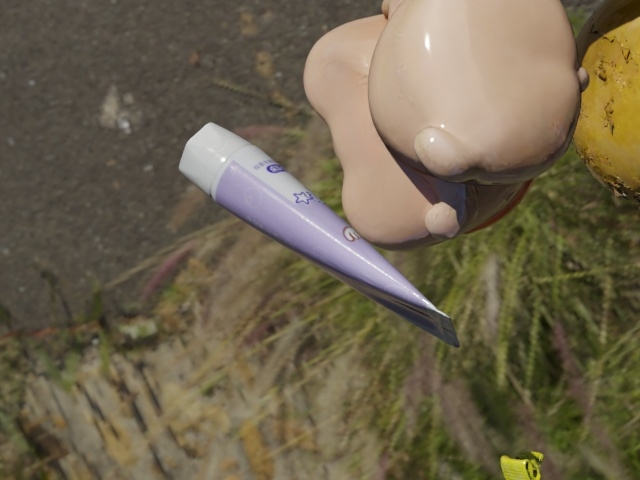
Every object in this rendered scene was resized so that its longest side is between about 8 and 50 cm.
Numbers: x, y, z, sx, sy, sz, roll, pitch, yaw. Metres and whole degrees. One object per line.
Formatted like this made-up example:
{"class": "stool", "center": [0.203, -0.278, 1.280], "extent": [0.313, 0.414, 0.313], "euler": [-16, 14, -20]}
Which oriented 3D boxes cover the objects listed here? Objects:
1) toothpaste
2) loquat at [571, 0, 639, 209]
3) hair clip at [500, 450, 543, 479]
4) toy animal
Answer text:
{"class": "toothpaste", "center": [0.000, 0.000, 1.465], "extent": [0.371, 0.080, 0.125], "euler": [38, 170, 21]}
{"class": "loquat", "center": [0.326, -0.130, 1.165], "extent": [0.235, 0.235, 0.235], "euler": [24, 125, 39]}
{"class": "hair clip", "center": [0.253, 0.342, 1.594], "extent": [0.072, 0.046, 0.173], "euler": [-2, 94, 58]}
{"class": "toy animal", "center": [0.078, -0.084, 0.845], "extent": [0.171, 0.171, 0.198], "euler": [60, 162, 7]}
